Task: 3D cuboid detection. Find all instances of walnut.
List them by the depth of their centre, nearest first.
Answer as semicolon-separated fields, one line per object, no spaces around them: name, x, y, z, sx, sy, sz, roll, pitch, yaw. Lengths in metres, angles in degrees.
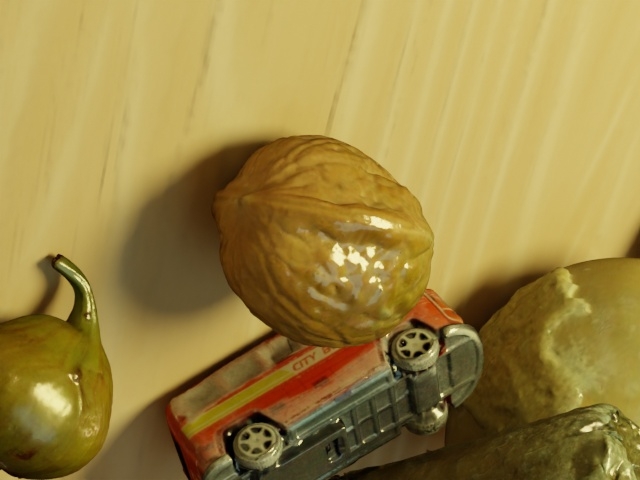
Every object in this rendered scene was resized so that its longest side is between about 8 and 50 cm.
walnut;0.000;0.000;0.965;0.105;0.105;0.124;-52;142;13

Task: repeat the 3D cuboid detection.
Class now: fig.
fig;-0.131;0.066;0.939;0.084;0.082;0.098;46;73;-20

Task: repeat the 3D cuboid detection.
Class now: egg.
egg;0.155;0.101;1.162;0.164;0.164;0.201;7;126;-46

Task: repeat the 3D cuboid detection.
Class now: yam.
yam;0.072;0.156;1.083;0.259;0.093;0.093;-21;156;33

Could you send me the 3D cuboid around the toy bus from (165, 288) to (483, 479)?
toy bus;0.001;0.085;1.069;0.174;0.077;0.079;-31;142;-16
